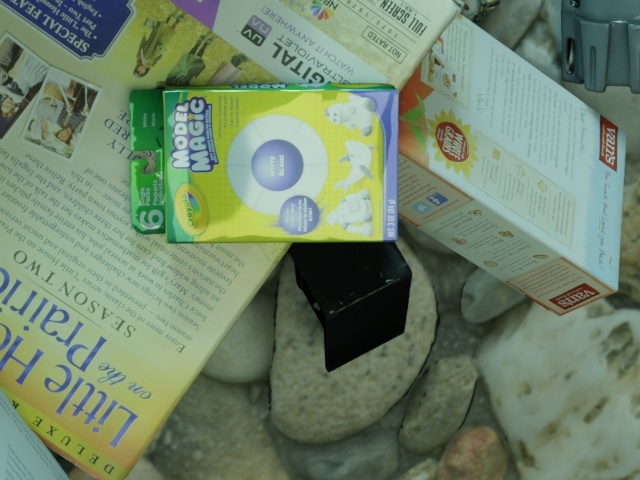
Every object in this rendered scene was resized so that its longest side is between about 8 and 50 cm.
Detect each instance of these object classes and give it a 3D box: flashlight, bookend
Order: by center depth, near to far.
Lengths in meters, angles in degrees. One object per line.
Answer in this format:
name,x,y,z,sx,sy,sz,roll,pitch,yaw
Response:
flashlight,0.242,-0.265,1.242,0.103,0.103,0.304,-12,113,-18
bookend,0.000,0.000,1.263,0.072,0.156,0.157,-27,73,-8

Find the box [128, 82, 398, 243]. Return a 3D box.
box,-0.038,-0.052,1.094,0.179,0.043,0.105,-1,99,-1

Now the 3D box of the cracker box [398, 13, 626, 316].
cracker box,0.129,-0.064,1.250,0.232,0.156,0.067,31,140,-27

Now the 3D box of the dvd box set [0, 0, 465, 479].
dvd box set,-0.145,-0.080,1.139,0.307,0.062,0.420,34,97,-6

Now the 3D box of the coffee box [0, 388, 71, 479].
coffee box,-0.331,0.270,1.002,0.334,0.338,0.338,-27,118,7

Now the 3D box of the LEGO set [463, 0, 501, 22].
LEGO set,0.107,-0.204,1.264,0.054,0.023,0.083,-28,131,-5
